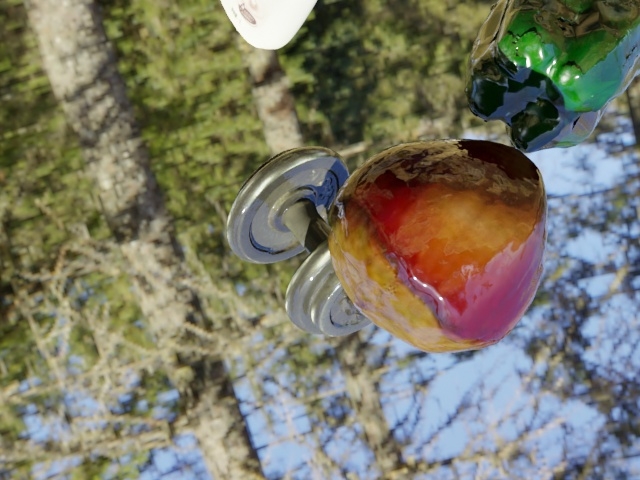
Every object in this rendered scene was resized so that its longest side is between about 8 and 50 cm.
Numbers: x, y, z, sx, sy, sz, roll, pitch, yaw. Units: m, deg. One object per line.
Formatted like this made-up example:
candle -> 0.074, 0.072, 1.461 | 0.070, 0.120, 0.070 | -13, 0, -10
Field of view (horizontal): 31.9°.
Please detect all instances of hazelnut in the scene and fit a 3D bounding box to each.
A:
hazelnut -> 0.114, -0.007, 1.003 | 0.208, 0.208, 0.208 | -14, -164, 4

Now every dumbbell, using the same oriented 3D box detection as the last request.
dumbbell -> 0.000, 0.000, 1.410 | 0.192, 0.192, 0.290 | -24, -125, -26

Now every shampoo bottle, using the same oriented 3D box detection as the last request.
shampoo bottle -> -0.022, -0.212, 0.829 | 0.045, 0.077, 0.152 | -19, 162, -38

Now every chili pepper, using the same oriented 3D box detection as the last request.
chili pepper -> 0.250, -0.204, 1.140 | 0.165, 0.174, 0.261 | 28, -131, 9

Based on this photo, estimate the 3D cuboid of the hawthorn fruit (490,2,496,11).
hawthorn fruit -> 0.297, -0.330, 1.295 | 0.248, 0.208, 0.208 | -44, -158, -8
